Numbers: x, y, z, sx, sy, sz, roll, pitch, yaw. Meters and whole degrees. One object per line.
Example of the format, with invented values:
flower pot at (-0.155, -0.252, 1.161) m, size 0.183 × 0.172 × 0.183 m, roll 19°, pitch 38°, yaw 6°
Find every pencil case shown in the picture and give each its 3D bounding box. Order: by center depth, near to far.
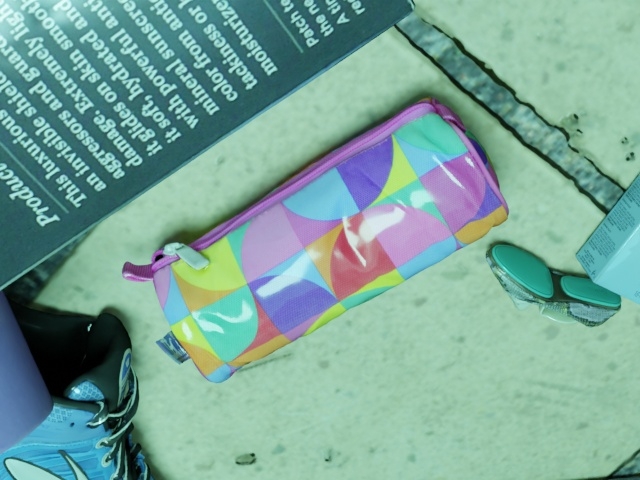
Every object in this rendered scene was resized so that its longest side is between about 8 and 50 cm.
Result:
pencil case at (0.000, 0.000, 0.740) m, size 0.236 × 0.104 × 0.104 m, roll -29°, pitch 121°, yaw 5°

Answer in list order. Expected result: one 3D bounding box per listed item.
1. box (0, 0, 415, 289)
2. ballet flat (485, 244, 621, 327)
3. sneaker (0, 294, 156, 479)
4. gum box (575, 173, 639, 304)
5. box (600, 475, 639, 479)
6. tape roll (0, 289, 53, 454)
box at (-0.152, -0.132, 0.515) m, size 0.294 × 0.296 × 0.183 m, roll -32°, pitch 121°, yaw 10°
ballet flat at (0.159, 0.038, 0.829) m, size 0.114 × 0.041 × 0.041 m, roll 19°, pitch 115°, yaw -20°
sneaker at (-0.165, 0.137, 0.769) m, size 0.147 × 0.130 × 0.330 m, roll -33°, pitch 121°, yaw 12°
gum box at (0.297, -0.022, 0.818) m, size 0.157 × 0.041 × 0.184 m, roll 24°, pitch 113°, yaw -23°
box at (0.261, 0.288, 0.922) m, size 0.247 × 0.163 × 0.142 m, roll -4°, pitch 122°, yaw -9°
tape roll at (-0.238, 0.089, 0.590) m, size 0.189 × 0.189 × 0.080 m, roll -23°, pitch 98°, yaw 2°
